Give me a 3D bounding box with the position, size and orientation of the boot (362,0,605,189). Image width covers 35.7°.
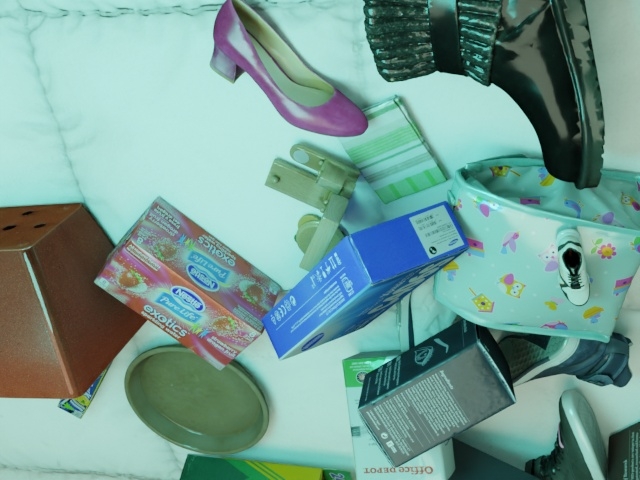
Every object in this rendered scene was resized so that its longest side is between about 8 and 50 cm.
[{"bbox_3d":[0.204,-0.209,1.229,0.260,0.131,0.348,-10,113,15],"label":"boot"}]

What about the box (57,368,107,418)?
[{"bbox_3d":[-0.433,0.257,1.844,0.054,0.059,0.169,30,130,-6],"label":"box"}]

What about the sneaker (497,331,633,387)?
[{"bbox_3d":[0.376,0.189,1.526,0.163,0.086,0.226,14,156,-21],"label":"sneaker"}]

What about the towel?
[{"bbox_3d":[0.098,-0.127,1.407,0.113,0.023,0.152,-19,122,31],"label":"towel"}]

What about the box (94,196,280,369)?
[{"bbox_3d":[-0.209,0.071,1.587,0.257,0.123,0.128,38,128,-13],"label":"box"}]

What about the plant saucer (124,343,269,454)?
[{"bbox_3d":[-0.223,0.286,1.817,0.277,0.041,0.278,9,130,10],"label":"plant saucer"}]

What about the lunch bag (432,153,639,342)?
[{"bbox_3d":[0.292,0.007,1.363,0.262,0.160,0.223,9,130,3],"label":"lunch bag"}]

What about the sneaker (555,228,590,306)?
[{"bbox_3d":[0.318,0.041,1.256,0.040,0.044,0.109,-12,117,15],"label":"sneaker"}]

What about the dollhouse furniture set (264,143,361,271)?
[{"bbox_3d":[-0.029,-0.055,1.402,0.123,0.151,0.144,25,138,-1],"label":"dollhouse furniture set"}]

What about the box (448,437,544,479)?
[{"bbox_3d":[0.239,0.445,1.706,0.261,0.103,0.184,22,137,29],"label":"box"}]

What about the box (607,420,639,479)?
[{"bbox_3d":[0.582,0.374,1.555,0.168,0.167,0.203,38,128,-14],"label":"box"}]

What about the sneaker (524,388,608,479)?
[{"bbox_3d":[0.398,0.369,1.648,0.146,0.105,0.296,-11,125,22],"label":"sneaker"}]

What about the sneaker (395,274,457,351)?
[{"bbox_3d":[0.165,0.071,1.510,0.094,0.090,0.235,-2,131,1],"label":"sneaker"}]

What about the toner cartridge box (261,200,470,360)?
[{"bbox_3d":[0.052,0.065,1.403,0.075,0.165,0.348,65,151,12],"label":"toner cartridge box"}]

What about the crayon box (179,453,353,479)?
[{"bbox_3d":[-0.091,0.507,1.900,0.322,0.083,0.203,2,139,15],"label":"crayon box"}]

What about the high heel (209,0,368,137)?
[{"bbox_3d":[-0.035,-0.230,1.325,0.244,0.082,0.117,32,141,7],"label":"high heel"}]

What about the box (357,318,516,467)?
[{"bbox_3d":[0.171,0.217,1.461,0.207,0.153,0.108,-31,97,13],"label":"box"}]

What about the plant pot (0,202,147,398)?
[{"bbox_3d":[-0.471,0.083,1.604,0.267,0.267,0.236,-2,115,19],"label":"plant pot"}]

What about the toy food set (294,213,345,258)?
[{"bbox_3d":[0.000,0.000,1.534,0.083,0.020,0.083,16,130,4],"label":"toy food set"}]

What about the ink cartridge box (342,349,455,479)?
[{"bbox_3d":[0.129,0.285,1.613,0.153,0.087,0.208,-6,90,21],"label":"ink cartridge box"}]
